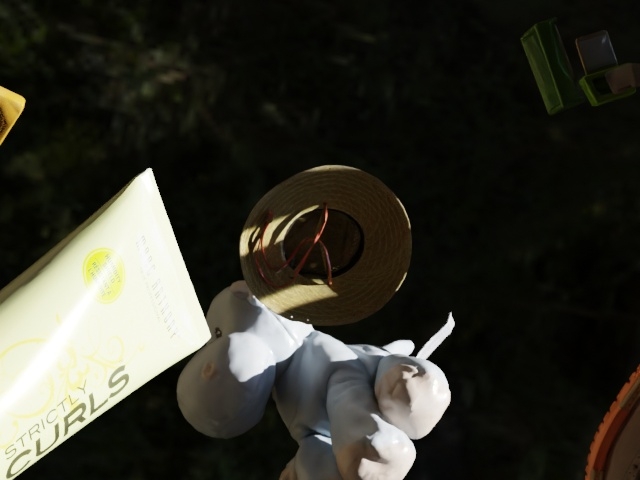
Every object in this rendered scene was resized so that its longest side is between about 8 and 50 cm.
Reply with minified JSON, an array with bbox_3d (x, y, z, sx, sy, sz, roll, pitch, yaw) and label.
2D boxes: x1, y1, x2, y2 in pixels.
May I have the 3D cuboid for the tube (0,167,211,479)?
[{"bbox_3d":[-0.138,0.065,0.754,0.240,0.062,0.070,-38,164,-37],"label":"tube"}]

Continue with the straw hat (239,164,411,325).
[{"bbox_3d":[0.000,0.000,1.504,0.061,0.144,0.145,-135,-123,-77],"label":"straw hat"}]

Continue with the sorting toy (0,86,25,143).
[{"bbox_3d":[-0.395,-0.139,1.356,0.047,0.347,0.196,-89,-161,-47],"label":"sorting toy"}]

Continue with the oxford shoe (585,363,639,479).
[{"bbox_3d":[0.260,0.229,1.291,0.133,0.130,0.364,38,-64,61],"label":"oxford shoe"}]

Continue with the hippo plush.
[{"bbox_3d":[-0.011,0.134,1.854,0.294,0.236,0.234,-60,-169,-27],"label":"hippo plush"}]

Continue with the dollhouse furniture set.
[{"bbox_3d":[0.214,-0.132,1.193,0.076,0.151,0.059,143,-71,-79],"label":"dollhouse furniture set"}]
